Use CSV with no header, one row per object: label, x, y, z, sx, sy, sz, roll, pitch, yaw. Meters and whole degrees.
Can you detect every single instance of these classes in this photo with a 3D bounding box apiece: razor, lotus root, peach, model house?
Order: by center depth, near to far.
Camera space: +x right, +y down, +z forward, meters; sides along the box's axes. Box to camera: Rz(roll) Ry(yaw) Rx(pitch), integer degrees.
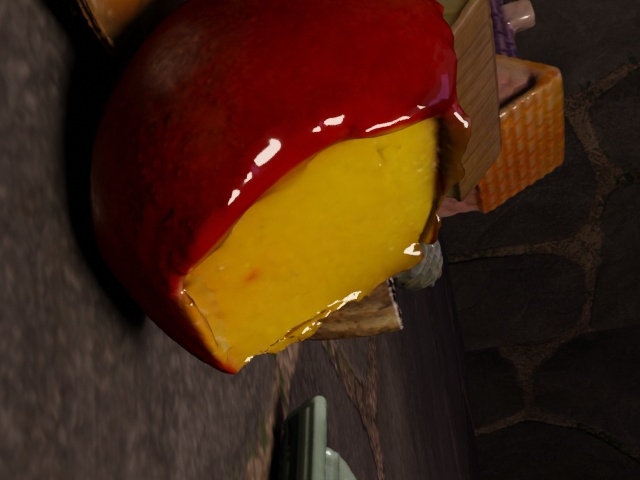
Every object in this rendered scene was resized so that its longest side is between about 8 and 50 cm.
peach,-0.025,-0.032,0.385,0.151,0.118,0.151,-25,-119,59
lotus root,0.000,-0.003,0.616,0.122,0.081,0.112,67,14,-53
razor,0.029,0.230,0.626,0.111,0.056,0.278,-88,165,-57
model house,0.147,-0.152,1.192,0.202,0.237,0.237,63,19,-56

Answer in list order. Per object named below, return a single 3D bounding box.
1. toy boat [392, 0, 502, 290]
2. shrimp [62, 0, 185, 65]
toy boat,0.041,-0.111,0.734,0.445,0.162,0.136,65,21,-56
shrimp,-0.082,-0.150,0.336,0.294,0.062,0.154,47,40,-77
